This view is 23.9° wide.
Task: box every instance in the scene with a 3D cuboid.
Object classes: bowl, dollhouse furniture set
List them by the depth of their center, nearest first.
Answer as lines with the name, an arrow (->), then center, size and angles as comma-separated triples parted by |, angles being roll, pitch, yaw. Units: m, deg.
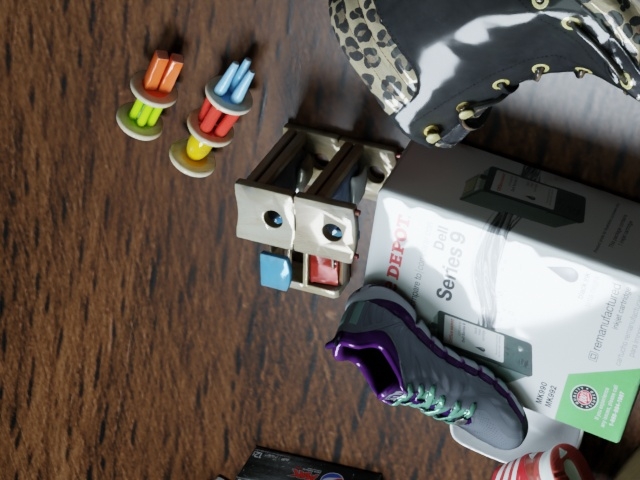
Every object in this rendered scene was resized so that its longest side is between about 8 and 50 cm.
dollhouse furniture set -> 0.000, 0.000, 1.548 | 0.129, 0.129, 0.183 | 14, 127, 18
bowl -> 0.216, 0.174, 1.613 | 0.142, 0.053, 0.142 | 19, 128, 15

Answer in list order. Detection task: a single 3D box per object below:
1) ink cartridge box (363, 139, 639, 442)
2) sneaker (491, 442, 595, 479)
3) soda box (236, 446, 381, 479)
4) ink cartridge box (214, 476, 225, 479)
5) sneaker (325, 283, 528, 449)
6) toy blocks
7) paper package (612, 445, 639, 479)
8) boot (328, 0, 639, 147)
ink cartridge box -> 0.192, 0.044, 1.485 | 0.289, 0.121, 0.211 | 19, 130, 14
sneaker -> 0.253, 0.326, 1.610 | 0.128, 0.087, 0.221 | -20, 90, 43
soda box -> -0.012, 0.301, 1.816 | 0.169, 0.060, 0.053 | 9, 127, 22
ink cartridge box -> -0.152, 0.418, 1.879 | 0.086, 0.203, 0.148 | 29, 131, 3
sneaker -> 0.098, 0.147, 1.463 | 0.224, 0.098, 0.083 | 40, 135, -5
toy blocks -> -0.134, -0.151, 1.560 | 0.123, 0.054, 0.148 | 35, 131, 0
paper package -> 0.371, 0.273, 1.414 | 0.168, 0.325, 0.309 | 39, 131, 5
boot -> 0.205, -0.163, 1.323 | 0.377, 0.138, 0.284 | 44, 134, -15
